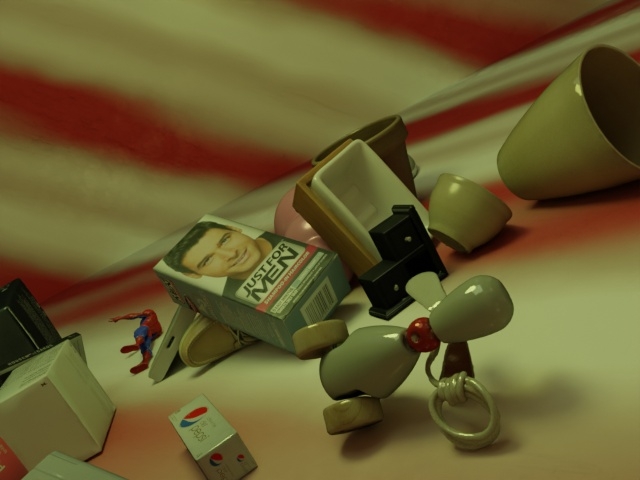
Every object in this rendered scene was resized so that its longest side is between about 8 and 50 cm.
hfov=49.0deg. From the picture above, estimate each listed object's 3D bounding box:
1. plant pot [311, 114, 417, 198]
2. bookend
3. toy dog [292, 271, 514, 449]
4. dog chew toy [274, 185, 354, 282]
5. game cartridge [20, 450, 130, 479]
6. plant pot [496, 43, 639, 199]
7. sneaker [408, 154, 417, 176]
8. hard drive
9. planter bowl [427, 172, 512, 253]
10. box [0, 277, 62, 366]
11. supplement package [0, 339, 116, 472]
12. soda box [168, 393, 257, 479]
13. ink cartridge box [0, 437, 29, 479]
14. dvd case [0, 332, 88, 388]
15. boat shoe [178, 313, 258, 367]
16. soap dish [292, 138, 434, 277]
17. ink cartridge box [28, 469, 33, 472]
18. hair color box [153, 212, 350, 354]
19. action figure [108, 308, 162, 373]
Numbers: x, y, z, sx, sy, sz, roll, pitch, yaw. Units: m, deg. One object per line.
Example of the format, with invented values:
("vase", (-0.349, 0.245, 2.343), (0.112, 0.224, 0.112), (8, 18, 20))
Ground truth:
("plant pot", (0.139, -0.169, 1.849), (0.263, 0.229, 0.263), (-26, 15, 8))
("bookend", (0.134, 0.038, 1.316), (0.156, 0.157, 0.072), (-33, 15, -20))
("toy dog", (0.124, 0.154, 0.961), (0.333, 0.220, 0.161), (-7, -7, 37))
("dog chew toy", (0.000, 0.000, 1.618), (0.206, 0.207, 0.332), (-26, 31, 9))
("game cartridge", (-0.375, 0.420, 0.971), (0.196, 0.060, 0.294), (20, 25, 10))
("plant pot", (0.478, -0.187, 1.343), (0.256, 0.256, 0.274), (-41, 3, -38))
("sneaker", (0.206, -0.211, 2.086), (0.105, 0.115, 0.281), (-19, 17, 31))
("hard drive", (-0.333, 0.186, 1.708), (0.203, 0.040, 0.307), (-61, 9, 14))
("planter bowl", (0.276, -0.042, 1.371), (0.109, 0.162, 0.162), (-58, 20, -6))
("box", (-1.014, 0.381, 2.011), (0.479, 0.298, 0.471), (-32, 17, -14))
("supplement package", (-0.550, 0.350, 1.450), (0.149, 0.194, 0.203), (-30, 14, -1))
("soda box", (-0.177, 0.319, 1.123), (0.073, 0.069, 0.216), (-33, 16, -18))
("ink cartridge box", (-0.594, 0.418, 1.004), (0.207, 0.117, 0.283), (-21, 18, 28))
("dvd case", (-0.639, 0.337, 1.598), (0.029, 0.180, 0.238), (11, 24, 37))
("boat shoe", (-0.167, 0.174, 1.513), (0.302, 0.109, 0.098), (-33, 22, -14))
("soap dish", (0.095, -0.054, 1.492), (0.118, 0.291, 0.229), (-42, 2, 45))
("ink cartridge box", (-0.511, 0.493, 1.061), (0.196, 0.114, 0.273), (-24, 17, 19))
("hair color box", (-0.146, 0.079, 1.449), (0.374, 0.114, 0.185), (16, 53, 36))
("action figure", (-0.498, 0.260, 1.844), (0.139, 0.092, 0.280), (-17, 16, 4))
